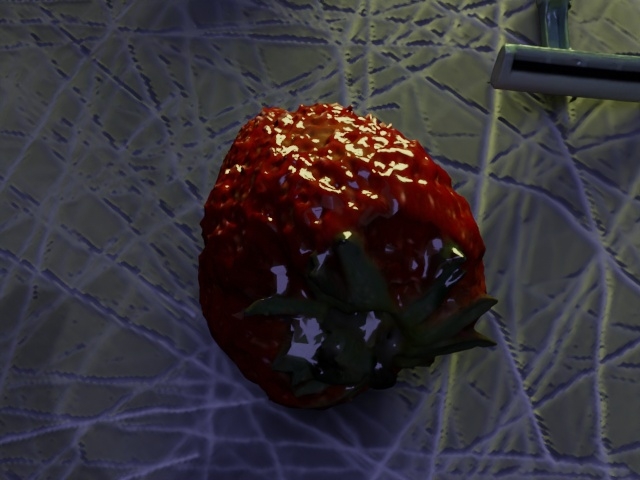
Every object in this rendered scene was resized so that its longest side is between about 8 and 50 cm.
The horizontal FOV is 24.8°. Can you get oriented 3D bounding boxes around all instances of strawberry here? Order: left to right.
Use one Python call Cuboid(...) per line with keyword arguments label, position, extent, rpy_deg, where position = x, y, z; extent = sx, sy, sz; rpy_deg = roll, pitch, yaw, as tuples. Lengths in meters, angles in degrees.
Cuboid(label="strawberry", position=(0.003, 0.006, 0.653), extent=(0.131, 0.148, 0.131), rpy_deg=(-5, 112, -13))

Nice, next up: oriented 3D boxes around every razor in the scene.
Cuboid(label="razor", position=(0.115, -0.166, 0.730), extent=(0.084, 0.036, 0.211), rpy_deg=(4, 66, -18))
